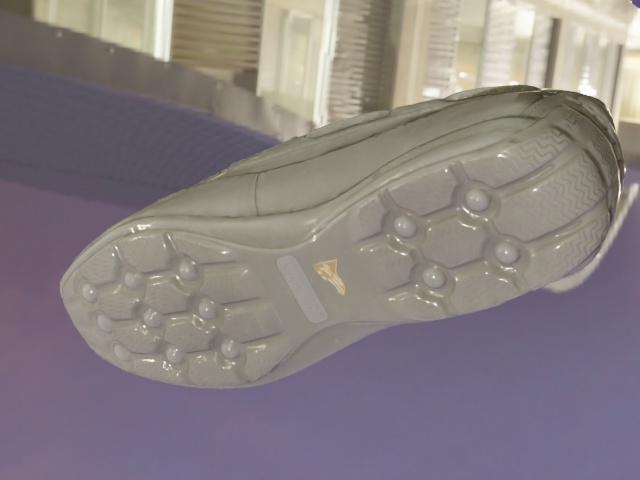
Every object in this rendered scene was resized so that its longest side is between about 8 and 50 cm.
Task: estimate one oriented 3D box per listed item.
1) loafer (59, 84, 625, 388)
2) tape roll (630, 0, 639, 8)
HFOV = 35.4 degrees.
[{"bbox_3d":[0.000,0.000,0.520,0.319,0.112,0.111,-13,-160,30],"label":"loafer"},{"bbox_3d":[0.394,-0.278,0.964,0.189,0.080,0.189,3,173,0],"label":"tape roll"}]
